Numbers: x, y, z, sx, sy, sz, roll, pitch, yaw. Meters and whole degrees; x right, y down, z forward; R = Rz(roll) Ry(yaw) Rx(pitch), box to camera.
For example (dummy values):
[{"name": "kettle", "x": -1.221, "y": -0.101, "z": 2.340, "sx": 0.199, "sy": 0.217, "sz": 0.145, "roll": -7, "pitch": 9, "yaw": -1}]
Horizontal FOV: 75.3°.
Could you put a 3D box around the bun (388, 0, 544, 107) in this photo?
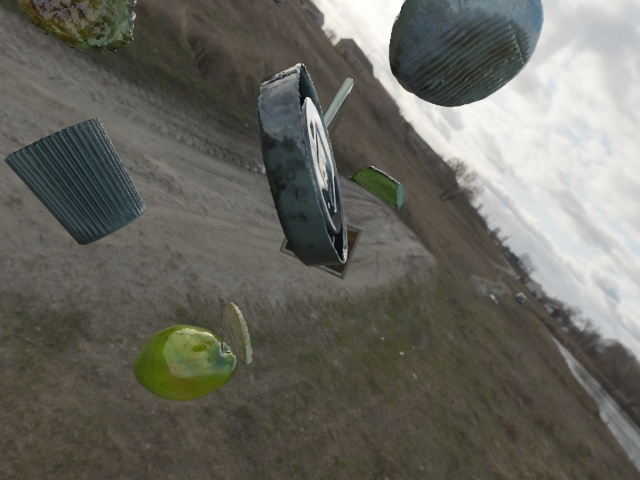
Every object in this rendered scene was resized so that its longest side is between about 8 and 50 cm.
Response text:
[{"name": "bun", "x": 0.332, "y": -0.483, "z": 0.987, "sx": 0.362, "sy": 0.361, "sz": 0.211, "roll": 29, "pitch": 50, "yaw": -50}]

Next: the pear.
[{"name": "pear", "x": -0.309, "y": 0.285, "z": 0.978, "sx": 0.187, "sy": 0.219, "sz": 0.188, "roll": -3, "pitch": 90, "yaw": -81}]

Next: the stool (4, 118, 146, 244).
[{"name": "stool", "x": -0.774, "y": -0.184, "z": 1.360, "sx": 0.297, "sy": 0.297, "sz": 0.330, "roll": -88, "pitch": 155, "yaw": -65}]

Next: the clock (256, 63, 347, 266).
[{"name": "clock", "x": -0.018, "y": -0.108, "z": 0.652, "sx": 0.312, "sy": 0.061, "sz": 0.313, "roll": -11, "pitch": 90, "yaw": -80}]

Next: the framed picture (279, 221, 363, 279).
[{"name": "framed picture", "x": 0.000, "y": 0.000, "z": 1.628, "sx": 0.289, "sy": 0.211, "sz": 0.020, "roll": 23, "pitch": 7, "yaw": 16}]

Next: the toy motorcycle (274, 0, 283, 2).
[{"name": "toy motorcycle", "x": -0.065, "y": -0.771, "z": 1.133, "sx": 0.110, "sy": 0.260, "sz": 0.171, "roll": 22, "pitch": -36, "yaw": 37}]

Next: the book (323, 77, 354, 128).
[{"name": "book", "x": 0.009, "y": -0.353, "z": 1.401, "sx": 0.031, "sy": 0.264, "sz": 0.379, "roll": 31, "pitch": -7, "yaw": -1}]

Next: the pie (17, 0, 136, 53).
[{"name": "pie", "x": -0.618, "y": -0.641, "z": 1.041, "sx": 0.354, "sy": 0.288, "sz": 0.103, "roll": 31, "pitch": 9, "yaw": 2}]

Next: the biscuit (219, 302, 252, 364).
[{"name": "biscuit", "x": -0.276, "y": 0.304, "z": 1.326, "sx": 0.040, "sy": 0.188, "sz": 0.265, "roll": -2, "pitch": 25, "yaw": -31}]

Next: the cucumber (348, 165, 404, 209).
[{"name": "cucumber", "x": 0.162, "y": -0.165, "z": 1.166, "sx": 0.046, "sy": 0.071, "sz": 0.220, "roll": -9, "pitch": 35, "yaw": -36}]
